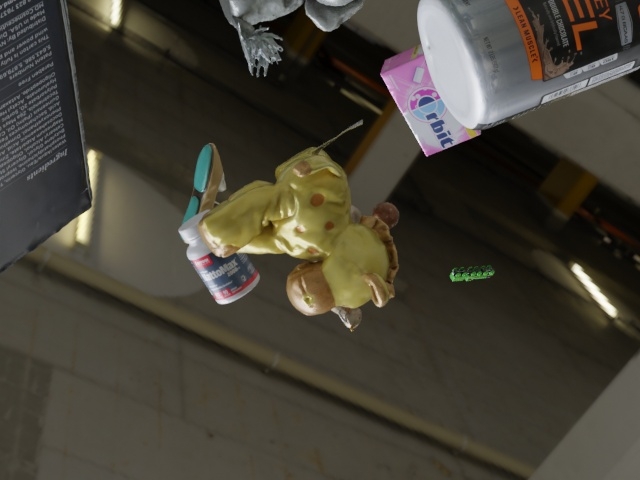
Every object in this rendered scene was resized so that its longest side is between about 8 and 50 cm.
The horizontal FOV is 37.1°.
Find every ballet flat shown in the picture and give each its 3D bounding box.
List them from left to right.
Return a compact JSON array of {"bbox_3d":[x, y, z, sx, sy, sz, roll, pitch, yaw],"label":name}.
[{"bbox_3d":[-0.247,-0.101,2.093,0.073,0.232,0.080,8,-160,-33],"label":"ballet flat"}]

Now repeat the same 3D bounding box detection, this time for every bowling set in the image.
[{"bbox_3d":[0.089,0.026,1.889,0.154,0.200,0.287,48,-157,-45],"label":"bowling set"}]

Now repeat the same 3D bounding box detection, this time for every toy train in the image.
[{"bbox_3d":[0.255,0.056,1.600,0.083,0.023,0.017,-2,-135,-25],"label":"toy train"}]

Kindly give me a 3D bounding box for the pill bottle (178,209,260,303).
[{"bbox_3d":[-0.215,0.032,1.990,0.180,0.108,0.108,59,-168,-17],"label":"pill bottle"}]

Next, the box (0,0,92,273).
[{"bbox_3d":[-0.590,-0.248,1.301,0.480,0.471,0.297,36,-122,20],"label":"box"}]

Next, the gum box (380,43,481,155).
[{"bbox_3d":[0.198,-0.245,1.665,0.188,0.107,0.062,57,-151,-24],"label":"gum box"}]

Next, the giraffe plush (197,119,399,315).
[{"bbox_3d":[0.000,0.000,0.985,0.170,0.210,0.181,58,-150,-8],"label":"giraffe plush"}]

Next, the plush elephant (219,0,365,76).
[{"bbox_3d":[-0.039,-0.446,1.490,0.272,0.256,0.329,128,122,-79],"label":"plush elephant"}]

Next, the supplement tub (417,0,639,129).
[{"bbox_3d":[0.321,-0.299,1.301,0.207,0.338,0.207,157,90,-84],"label":"supplement tub"}]
